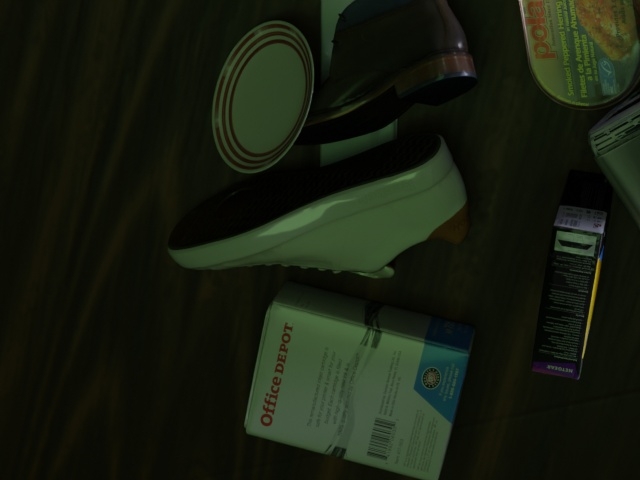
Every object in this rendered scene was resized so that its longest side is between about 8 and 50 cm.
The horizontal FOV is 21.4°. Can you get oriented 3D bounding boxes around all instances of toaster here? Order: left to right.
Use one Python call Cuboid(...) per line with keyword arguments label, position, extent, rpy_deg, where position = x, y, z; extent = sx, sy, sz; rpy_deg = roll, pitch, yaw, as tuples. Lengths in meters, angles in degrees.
Cuboid(label="toaster", position=(0.332, -0.076, 1.438), extent=(0.146, 0.129, 0.227), rpy_deg=(54, 142, -3))

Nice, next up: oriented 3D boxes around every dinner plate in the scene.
Cuboid(label="dinner plate", position=(-0.049, -0.129, 1.526), extent=(0.017, 0.141, 0.141), rpy_deg=(11, 117, -41))

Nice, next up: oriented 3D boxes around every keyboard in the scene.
Cuboid(label="keyboard", position=(0.035, -0.169, 1.544), extent=(0.072, 0.014, 0.256), rpy_deg=(5, 108, 14))

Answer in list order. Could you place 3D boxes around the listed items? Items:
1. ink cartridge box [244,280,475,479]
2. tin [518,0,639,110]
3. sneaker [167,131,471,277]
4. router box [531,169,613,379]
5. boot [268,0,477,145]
Cuboid(label="ink cartridge box", position=(0.038, 0.132, 1.600), extent=(0.191, 0.082, 0.139), rpy_deg=(15, 109, 7))
Cuboid(label="tin", position=(0.227, -0.209, 1.481), extent=(0.106, 0.040, 0.189), rpy_deg=(-8, 106, 9))
Cuboid(label="sneaker", position=(0.000, 0.000, 1.554), extent=(0.290, 0.106, 0.123), rpy_deg=(-14, 123, 24))
Cuboid(label="router box", position=(0.222, 0.026, 1.481), extent=(0.046, 0.179, 0.133), rpy_deg=(10, 110, 10))
Cuboid(label="boot", position=(0.037, -0.157, 1.515), extent=(0.219, 0.082, 0.106), rpy_deg=(-18, 75, 31))
